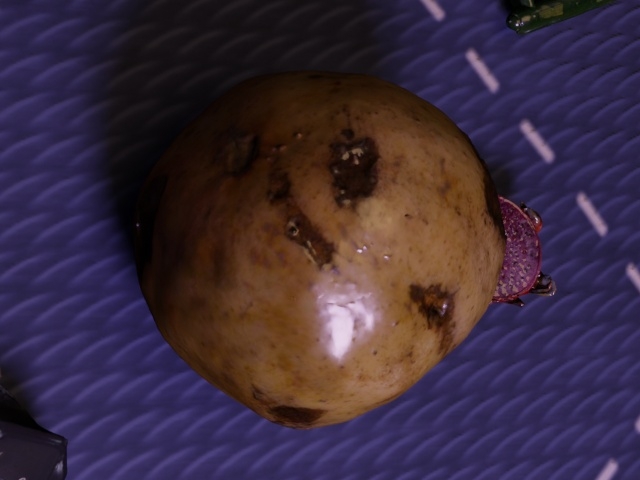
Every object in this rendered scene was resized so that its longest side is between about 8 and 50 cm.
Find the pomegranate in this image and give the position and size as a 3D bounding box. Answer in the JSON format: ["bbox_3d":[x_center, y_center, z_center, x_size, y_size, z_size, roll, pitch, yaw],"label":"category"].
[{"bbox_3d":[0.000,0.000,1.201,0.281,0.281,0.281,2,87,-31],"label":"pomegranate"}]

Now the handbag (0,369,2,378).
[{"bbox_3d":[-0.335,0.052,1.073,0.270,0.117,0.182,-27,99,-44],"label":"handbag"}]

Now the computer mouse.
[{"bbox_3d":[-0.253,0.151,1.133,0.106,0.062,0.192,-44,144,0],"label":"computer mouse"}]

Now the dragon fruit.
[{"bbox_3d":[0.136,0.008,1.399,0.126,0.068,0.112,1,76,-18],"label":"dragon fruit"}]

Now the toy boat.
[{"bbox_3d":[0.236,-0.264,1.476,0.210,0.052,0.104,-22,96,-29],"label":"toy boat"}]
